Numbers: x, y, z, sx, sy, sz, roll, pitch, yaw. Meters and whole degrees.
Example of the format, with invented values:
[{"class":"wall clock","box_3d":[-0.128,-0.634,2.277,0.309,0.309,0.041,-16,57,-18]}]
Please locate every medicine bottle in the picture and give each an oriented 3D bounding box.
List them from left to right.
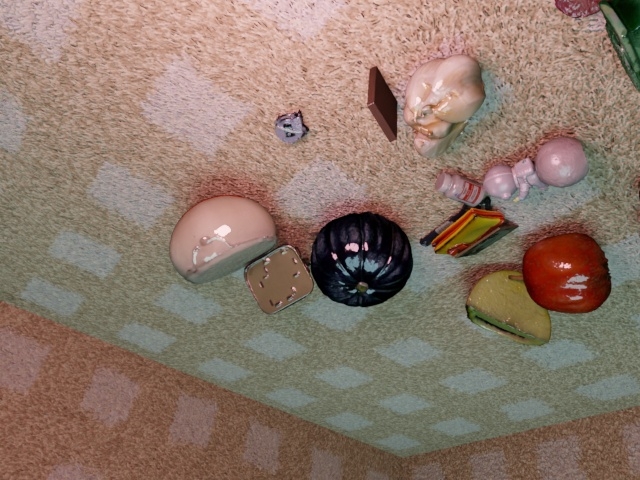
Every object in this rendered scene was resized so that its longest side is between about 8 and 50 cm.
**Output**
[{"class":"medicine bottle","box_3d":[0.436,-0.163,1.486,0.140,0.079,0.079,18,139,-13]}]

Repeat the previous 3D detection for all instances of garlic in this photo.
[{"class":"garlic","box_3d":[0.292,-0.348,1.209,0.185,0.203,0.281,50,155,11]}]

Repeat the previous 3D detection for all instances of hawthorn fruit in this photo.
[{"class":"hawthorn fruit","box_3d":[0.820,0.120,1.644,0.330,0.287,0.287,-8,139,38]}]

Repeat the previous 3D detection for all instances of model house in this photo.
[{"class":"model house","box_3d":[-0.128,0.138,1.780,0.218,0.205,0.278,-28,175,7]}]

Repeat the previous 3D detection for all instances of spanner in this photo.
[{"class":"spanner","box_3d":[0.454,-0.065,1.646,0.087,0.024,0.316,27,137,-20]}]

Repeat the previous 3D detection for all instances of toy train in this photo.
[{"class":"toy train","box_3d":[0.753,-0.458,1.022,0.201,0.145,0.266,-28,139,34]}]

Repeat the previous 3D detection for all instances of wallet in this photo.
[{"class":"wallet","box_3d":[0.507,-0.021,1.627,0.141,0.067,0.241,6,148,-22]}]

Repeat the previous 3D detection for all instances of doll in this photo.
[{"class":"doll","box_3d":[0.612,-0.198,1.376,0.287,0.151,0.151,-18,134,31]}]

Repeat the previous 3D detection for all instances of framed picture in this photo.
[{"class":"framed picture","box_3d":[0.163,-0.355,1.229,0.023,0.169,0.128,-18,134,28]},{"class":"framed picture","box_3d":[0.582,0.005,1.661,0.135,0.010,0.201,-5,153,-41]}]

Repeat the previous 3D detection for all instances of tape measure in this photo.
[{"class":"tape measure","box_3d":[-0.085,-0.331,1.385,0.094,0.054,0.091,-14,130,20]}]

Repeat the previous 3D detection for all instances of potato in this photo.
[{"class":"potato","box_3d":[0.737,0.259,1.875,0.330,0.213,0.280,25,167,11]}]

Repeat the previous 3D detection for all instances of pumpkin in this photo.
[{"class":"pumpkin","box_3d":[0.137,0.067,1.656,0.363,0.266,0.364,4,138,3]}]

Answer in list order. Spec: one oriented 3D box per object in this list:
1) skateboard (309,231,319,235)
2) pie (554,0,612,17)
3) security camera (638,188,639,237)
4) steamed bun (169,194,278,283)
[{"class":"skateboard","box_3d":[0.000,0.000,1.785,0.063,0.032,0.083,0,138,24]},{"class":"pie","box_3d":[0.585,-0.562,1.027,0.154,0.036,0.155,4,140,4]},{"class":"security camera","box_3d":[1.057,-0.093,1.401,0.191,0.197,0.277,-19,127,15]},{"class":"steamed bun","box_3d":[-0.340,-0.020,1.609,0.374,0.241,0.374,-27,168,-6]}]
